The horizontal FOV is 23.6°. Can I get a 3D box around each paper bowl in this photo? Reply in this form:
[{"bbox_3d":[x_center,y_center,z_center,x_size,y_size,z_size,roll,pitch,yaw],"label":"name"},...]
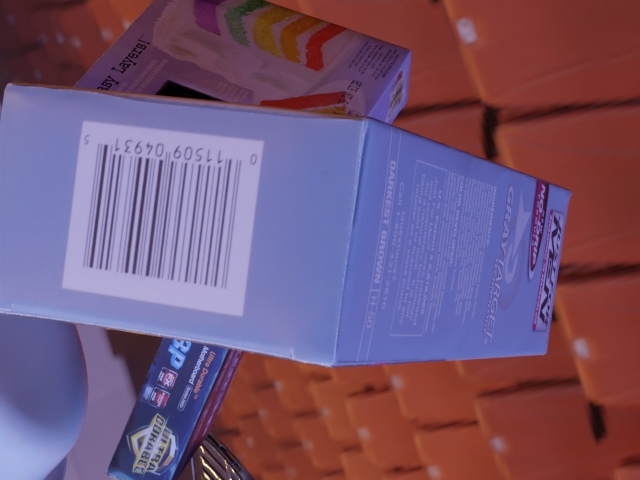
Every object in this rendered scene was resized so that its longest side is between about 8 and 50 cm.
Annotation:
[{"bbox_3d":[-0.283,0.092,1.141,0.284,0.148,0.284,54,-158,-33],"label":"paper bowl"}]

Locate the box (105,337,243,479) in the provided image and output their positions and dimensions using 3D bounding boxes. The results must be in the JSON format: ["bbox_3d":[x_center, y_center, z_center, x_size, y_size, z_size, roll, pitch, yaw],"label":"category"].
[{"bbox_3d":[-0.081,0.066,1.155,0.175,0.051,0.220,-55,-11,-77],"label":"box"}]

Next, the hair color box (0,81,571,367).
[{"bbox_3d":[0.000,0.000,0.839,0.374,0.185,0.113,7,-89,-67],"label":"hair color box"}]

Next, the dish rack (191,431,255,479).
[{"bbox_3d":[-0.089,0.320,1.407,0.208,0.074,0.271,30,129,60],"label":"dish rack"}]

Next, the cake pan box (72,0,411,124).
[{"bbox_3d":[-0.079,-0.113,1.350,0.070,0.246,0.267,95,-158,-44],"label":"cake pan box"}]
